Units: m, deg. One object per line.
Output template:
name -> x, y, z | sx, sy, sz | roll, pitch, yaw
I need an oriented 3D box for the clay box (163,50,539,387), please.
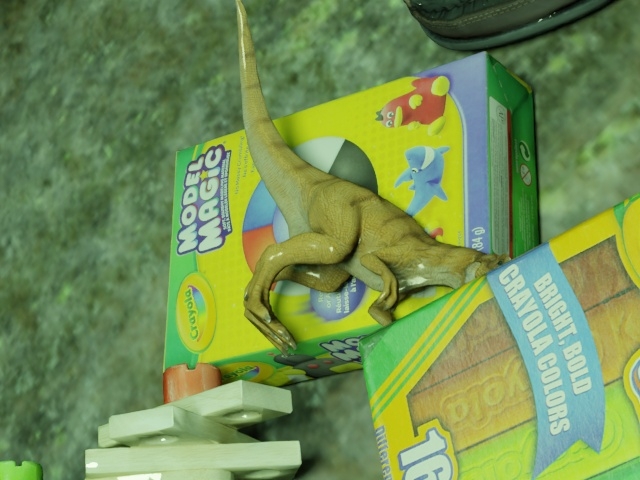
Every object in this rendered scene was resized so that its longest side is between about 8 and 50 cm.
clay box -> 0.000, 0.000, 0.803 | 0.222, 0.053, 0.127 | -15, 62, 32

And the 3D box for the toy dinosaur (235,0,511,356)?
toy dinosaur -> 0.003, -0.008, 0.739 | 0.211, 0.064, 0.112 | 38, 80, 31

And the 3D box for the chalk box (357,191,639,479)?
chalk box -> 0.142, 0.066, 0.596 | 0.213, 0.132, 0.132 | -32, 53, 31

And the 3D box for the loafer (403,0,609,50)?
loafer -> 0.149, -0.197, 0.744 | 0.302, 0.095, 0.109 | -28, 55, 26

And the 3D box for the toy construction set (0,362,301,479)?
toy construction set -> -0.113, 0.210, 0.732 | 0.215, 0.151, 0.328 | -34, 40, 53
